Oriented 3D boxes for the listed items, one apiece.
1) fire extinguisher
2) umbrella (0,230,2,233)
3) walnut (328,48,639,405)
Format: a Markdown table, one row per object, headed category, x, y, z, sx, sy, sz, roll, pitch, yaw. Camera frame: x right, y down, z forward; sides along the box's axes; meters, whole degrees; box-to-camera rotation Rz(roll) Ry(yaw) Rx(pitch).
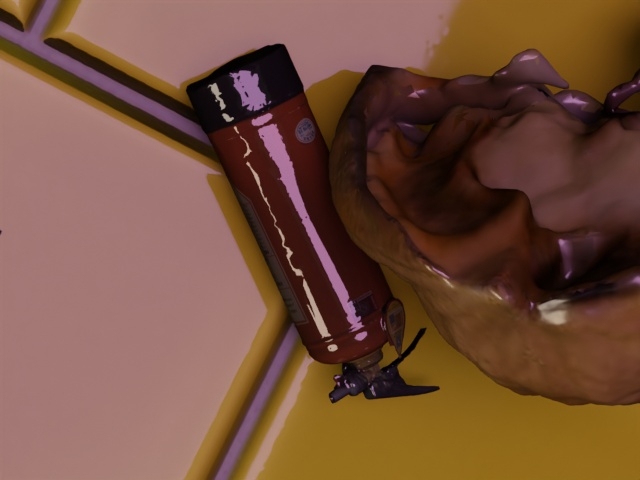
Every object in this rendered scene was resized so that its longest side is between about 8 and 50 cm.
| category | x | y | z | sx | sy | sz | roll | pitch | yaw |
| --- | --- | --- | --- | --- | --- | --- | --- | --- | --- |
| fire extinguisher | 0.000 | 0.000 | 0.853 | 0.062 | 0.050 | 0.177 | -31 | 102 | -33 |
| umbrella | -0.194 | -0.026 | 0.818 | 0.122 | 0.013 | 0.022 | 17 | 100 | -16 |
| walnut | 0.129 | -0.006 | 0.819 | 0.238 | 0.204 | 0.141 | -14 | 128 | -6 |
